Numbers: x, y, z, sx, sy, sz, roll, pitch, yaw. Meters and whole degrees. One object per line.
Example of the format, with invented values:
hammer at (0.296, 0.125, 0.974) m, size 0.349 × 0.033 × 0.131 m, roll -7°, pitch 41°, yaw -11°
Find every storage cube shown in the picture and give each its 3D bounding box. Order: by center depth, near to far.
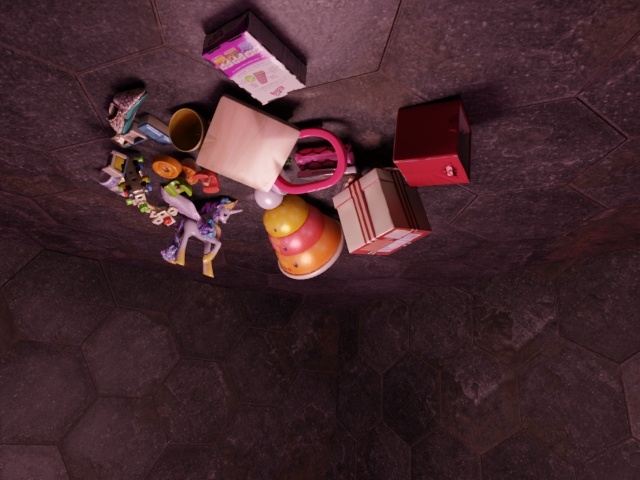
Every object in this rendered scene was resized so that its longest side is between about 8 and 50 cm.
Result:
storage cube at (0.347, -0.289, 1.431) m, size 0.193 × 0.215 × 0.183 m, roll -1°, pitch 161°, yaw 28°

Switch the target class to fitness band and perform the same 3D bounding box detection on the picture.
fitness band at (-0.049, -0.268, 1.571) m, size 0.290 × 0.209 × 0.054 m, roll -9°, pitch -163°, yaw 24°

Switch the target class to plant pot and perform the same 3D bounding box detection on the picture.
plant pot at (-0.408, -0.354, 1.513) m, size 0.134 × 0.134 × 0.095 m, roll -6°, pitch -175°, yaw 24°

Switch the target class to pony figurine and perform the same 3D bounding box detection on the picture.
pony figurine at (-0.564, -0.060, 2.089) m, size 0.351 × 0.363 × 0.303 m, roll 18°, pitch 168°, yaw 4°

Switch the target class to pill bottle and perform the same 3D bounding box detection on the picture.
pill bottle at (-0.843, -0.238, 1.933) m, size 0.078 × 0.078 × 0.137 m, roll -4°, pitch 159°, yaw 18°

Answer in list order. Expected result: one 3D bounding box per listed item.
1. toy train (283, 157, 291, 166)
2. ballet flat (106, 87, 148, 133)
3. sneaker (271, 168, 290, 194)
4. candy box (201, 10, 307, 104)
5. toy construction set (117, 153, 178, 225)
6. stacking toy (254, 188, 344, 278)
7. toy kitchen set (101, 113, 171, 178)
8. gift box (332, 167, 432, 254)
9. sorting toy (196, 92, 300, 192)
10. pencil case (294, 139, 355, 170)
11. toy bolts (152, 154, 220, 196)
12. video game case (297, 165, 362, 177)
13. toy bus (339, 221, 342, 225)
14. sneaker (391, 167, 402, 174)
toy train at (-0.145, -0.290, 1.765) m, size 0.083 × 0.024 × 0.017 m, roll -11°, pitch 156°, yaw 32°
ballet flat at (-0.608, -0.409, 1.440) m, size 0.077 × 0.091 × 0.241 m, roll 40°, pitch 142°, yaw -19°
sneaker at (-0.228, -0.275, 1.717) m, size 0.161 × 0.102 × 0.282 m, roll 19°, pitch 152°, yaw 26°
candy box at (-0.166, -0.467, 1.219) m, size 0.159 × 0.071 × 0.233 m, roll -11°, pitch 155°, yaw 33°
toy construction set at (-0.670, -0.189, 1.731) m, size 0.151 × 0.328 × 0.215 m, roll -35°, pitch 162°, yaw -26°
stacking toy at (-0.140, -0.088, 2.033) m, size 0.350 × 0.351 × 0.480 m, roll -9°, pitch 138°, yaw 30°
toy kitchen set at (-0.617, -0.304, 1.592) m, size 0.207 × 0.166 × 0.122 m, roll -10°, pitch 156°, yaw 31°
gift box at (0.234, -0.116, 1.653) m, size 0.276 × 0.258 × 0.255 m, roll -31°, pitch 156°, yaw 37°
sorting toy at (-0.230, -0.316, 1.489) m, size 0.255 × 0.089 × 0.257 m, roll 21°, pitch 127°, yaw -17°
pencil case at (0.012, -0.293, 1.638) m, size 0.209 × 0.095 × 0.098 m, roll -6°, pitch -160°, yaw 17°
toy bolts at (-0.464, -0.277, 1.687) m, size 0.228 × 0.158 × 0.218 m, roll 0°, pitch 147°, yaw 17°
video game case at (0.040, -0.246, 1.715) m, size 0.206 × 0.026 × 0.227 m, roll -4°, pitch -176°, yaw 11°
toy bus at (0.000, 0.000, 2.377) m, size 0.108 × 0.130 × 0.332 m, roll 15°, pitch 157°, yaw -30°
sneaker at (0.290, -0.228, 1.823) m, size 0.084 × 0.070 × 0.185 m, roll 5°, pitch 155°, yaw 19°
